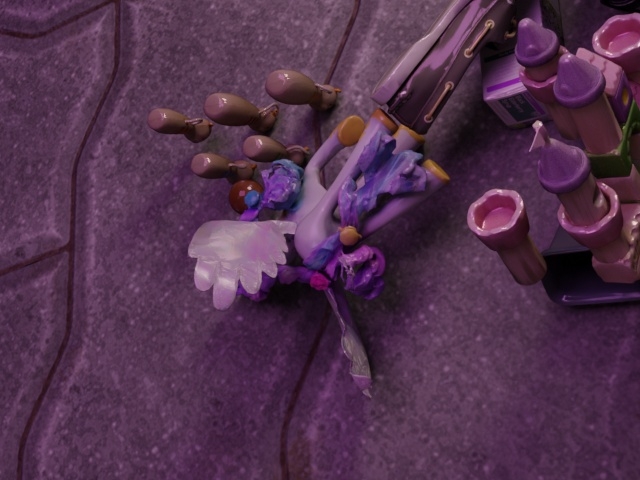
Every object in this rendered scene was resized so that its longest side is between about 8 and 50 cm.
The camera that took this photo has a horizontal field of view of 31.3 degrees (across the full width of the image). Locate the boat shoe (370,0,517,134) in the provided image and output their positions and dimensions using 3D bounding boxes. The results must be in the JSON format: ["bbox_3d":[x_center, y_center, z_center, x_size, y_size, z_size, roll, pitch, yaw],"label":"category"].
[{"bbox_3d":[0.195,-0.272,1.474,0.305,0.091,0.109,-49,7,2],"label":"boat shoe"}]

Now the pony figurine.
[{"bbox_3d":[0.000,0.000,1.516,0.363,0.303,0.351,-46,19,12],"label":"pony figurine"}]

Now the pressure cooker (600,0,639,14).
[{"bbox_3d":[0.438,-0.482,1.354,0.376,0.370,0.420,-6,62,36],"label":"pressure cooker"}]

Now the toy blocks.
[{"bbox_3d":[0.322,-0.127,1.225,0.309,0.260,0.288,1,55,35],"label":"toy blocks"}]

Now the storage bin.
[{"bbox_3d":[0.340,0.019,1.368,0.135,0.098,0.091,-7,37,32],"label":"storage bin"}]

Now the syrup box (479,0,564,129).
[{"bbox_3d":[0.271,-0.279,1.544,0.096,0.093,0.236,-15,61,29],"label":"syrup box"}]

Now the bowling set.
[{"bbox_3d":[-0.110,-0.128,1.722,0.287,0.154,0.199,-9,82,29],"label":"bowling set"}]
